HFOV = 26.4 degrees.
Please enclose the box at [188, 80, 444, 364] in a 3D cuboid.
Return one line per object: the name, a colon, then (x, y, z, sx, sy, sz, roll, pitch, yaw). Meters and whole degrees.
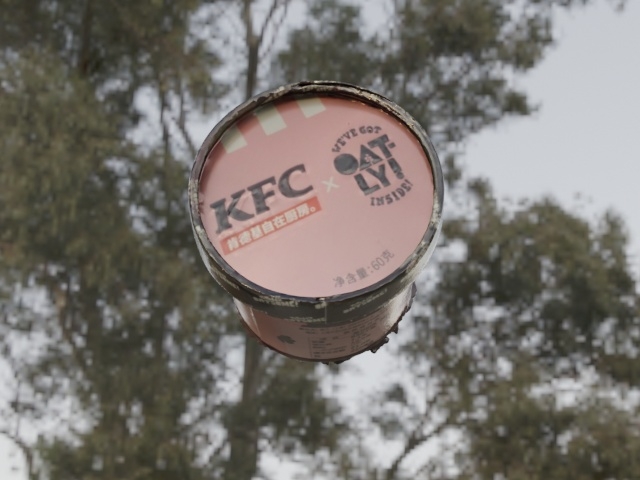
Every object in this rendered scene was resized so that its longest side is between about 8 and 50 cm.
box: (0.000, 0.000, 0.849, 0.151, 0.151, 0.135, 1, -29, 4)
